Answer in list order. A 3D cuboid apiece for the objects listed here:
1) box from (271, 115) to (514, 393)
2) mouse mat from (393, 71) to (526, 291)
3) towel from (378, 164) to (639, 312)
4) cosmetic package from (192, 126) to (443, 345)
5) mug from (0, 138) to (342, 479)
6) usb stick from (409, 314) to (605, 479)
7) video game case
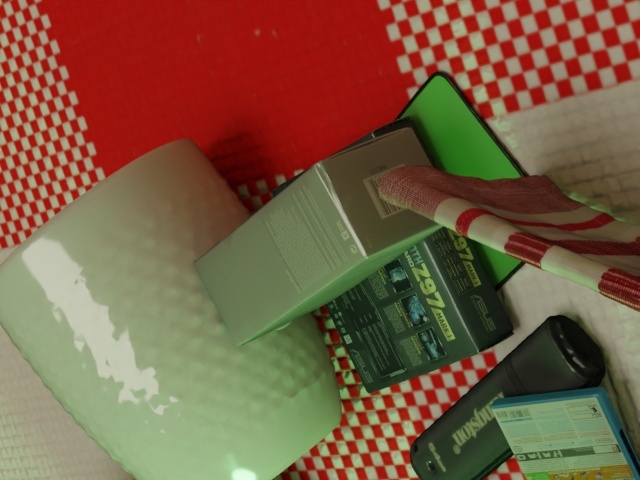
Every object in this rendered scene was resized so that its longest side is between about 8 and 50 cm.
[{"bbox_3d":[0.066,0.018,1.607,0.183,0.059,0.232,-28,88,53],"label":"box"},{"bbox_3d":[0.130,-0.047,1.558,0.189,0.007,0.152,54,137,13],"label":"mouse mat"},{"bbox_3d":[0.237,0.010,1.309,0.329,0.237,0.037,25,105,35],"label":"towel"},{"bbox_3d":[0.000,0.000,1.525,0.238,0.127,0.107,-32,84,49],"label":"cosmetic package"},{"bbox_3d":[-0.148,0.116,1.754,0.328,0.276,0.374,52,167,4],"label":"mug"},{"bbox_3d":[0.173,0.165,1.583,0.077,0.045,0.278,53,137,12],"label":"usb stick"},{"bbox_3d":[0.239,0.210,1.521,0.119,0.015,0.166,-12,113,40],"label":"video game case"}]
